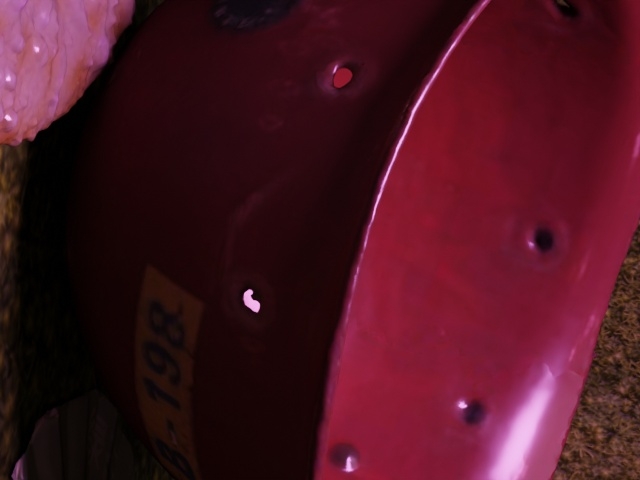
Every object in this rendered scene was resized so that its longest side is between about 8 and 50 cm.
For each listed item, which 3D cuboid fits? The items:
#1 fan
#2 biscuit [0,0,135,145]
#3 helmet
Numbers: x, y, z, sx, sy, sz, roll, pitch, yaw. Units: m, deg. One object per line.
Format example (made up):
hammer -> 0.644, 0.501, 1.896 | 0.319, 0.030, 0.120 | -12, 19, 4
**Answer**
fan -> -0.118, 0.149, 0.996 | 0.240, 0.009, 0.131 | 73, 22, -57
biscuit -> -0.134, -0.108, 0.766 | 0.290, 0.038, 0.141 | 47, 50, -72
helmet -> 0.000, 0.000, 0.951 | 0.337, 0.230, 0.385 | -47, 149, -38
